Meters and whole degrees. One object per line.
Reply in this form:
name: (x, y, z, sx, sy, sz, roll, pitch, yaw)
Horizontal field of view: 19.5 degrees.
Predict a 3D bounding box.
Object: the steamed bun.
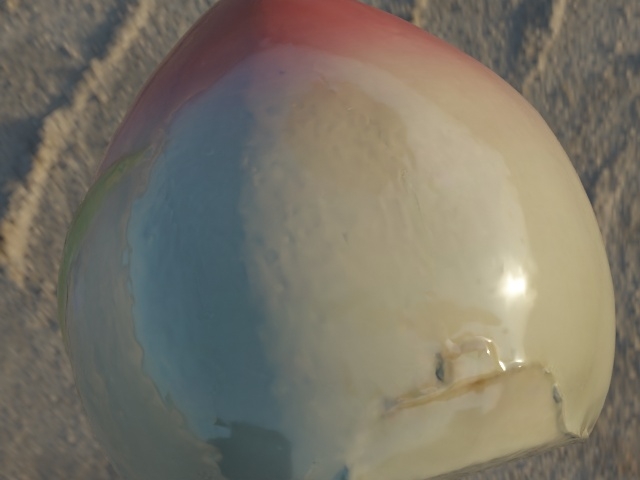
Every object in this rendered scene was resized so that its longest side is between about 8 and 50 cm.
steamed bun: (0.000, 0.000, 0.988, 0.309, 0.309, 0.309, -3, 70, 8)
